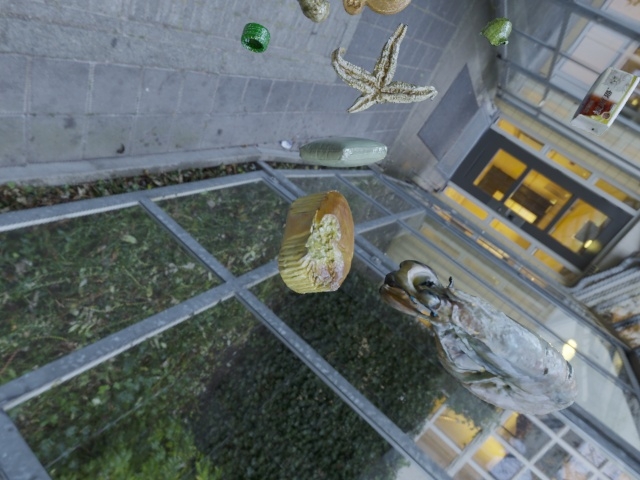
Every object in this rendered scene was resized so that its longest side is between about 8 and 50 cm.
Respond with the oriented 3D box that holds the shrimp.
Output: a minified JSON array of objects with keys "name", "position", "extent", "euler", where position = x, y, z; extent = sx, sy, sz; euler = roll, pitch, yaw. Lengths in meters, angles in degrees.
[{"name":"shrimp","position":[0.289,0.193,0.773],"extent":[0.221,0.445,0.110],"euler":[-35,-161,46]}]

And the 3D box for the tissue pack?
[{"name":"tissue pack","position":[0.817,-0.400,1.187],"extent":[0.149,0.099,0.106],"euler":[-60,161,8]}]

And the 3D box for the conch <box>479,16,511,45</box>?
[{"name":"conch","position":[0.512,-0.606,1.198],"extent":[0.074,0.089,0.121],"euler":[56,33,-54]}]

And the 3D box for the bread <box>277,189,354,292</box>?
[{"name":"bread","position":[0.000,0.000,0.972],"extent":[0.179,0.133,0.250],"euler":[57,38,-39]}]

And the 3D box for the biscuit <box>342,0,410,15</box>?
[{"name":"biscuit","position":[0.182,-0.976,1.531],"extent":[0.052,0.354,0.276],"euler":[-56,165,-83]}]

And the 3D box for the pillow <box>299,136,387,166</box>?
[{"name":"pillow","position":[0.100,-0.366,1.692],"extent":[0.322,0.255,0.120],"euler":[-19,116,-47]}]

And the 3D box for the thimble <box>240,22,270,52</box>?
[{"name":"thimble","position":[-0.305,-0.944,1.913],"extent":[0.118,0.129,0.091],"euler":[41,58,-61]}]

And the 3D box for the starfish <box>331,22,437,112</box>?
[{"name":"starfish","position":[0.264,-0.692,1.688],"extent":[0.431,0.325,0.082],"euler":[-17,-161,-6]}]

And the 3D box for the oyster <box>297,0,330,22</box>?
[{"name":"oyster","position":[-0.085,-0.699,1.041],"extent":[0.094,0.294,0.166],"euler":[-52,-171,-17]}]
